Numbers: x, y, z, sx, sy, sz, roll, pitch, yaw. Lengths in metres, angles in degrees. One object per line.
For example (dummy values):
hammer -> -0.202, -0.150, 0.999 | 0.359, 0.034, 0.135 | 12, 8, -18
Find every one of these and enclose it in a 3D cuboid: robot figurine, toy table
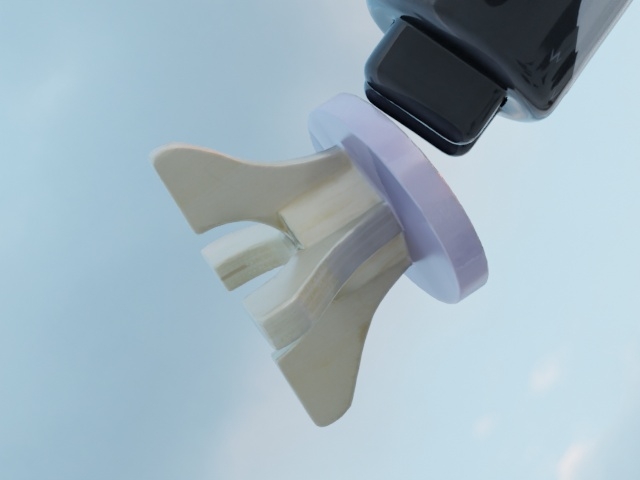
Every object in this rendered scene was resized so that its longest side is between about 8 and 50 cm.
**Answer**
robot figurine -> 0.149, -0.199, 1.178 | 0.173, 0.209, 0.278 | 39, -96, -34
toy table -> 0.000, 0.000, 1.192 | 0.161, 0.274, 0.252 | -33, -85, -6
